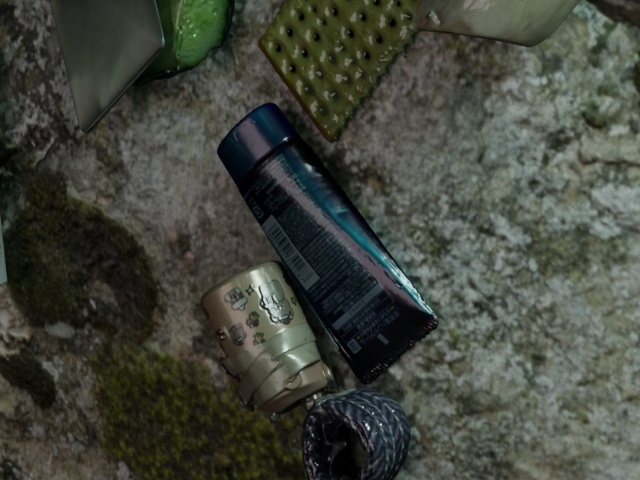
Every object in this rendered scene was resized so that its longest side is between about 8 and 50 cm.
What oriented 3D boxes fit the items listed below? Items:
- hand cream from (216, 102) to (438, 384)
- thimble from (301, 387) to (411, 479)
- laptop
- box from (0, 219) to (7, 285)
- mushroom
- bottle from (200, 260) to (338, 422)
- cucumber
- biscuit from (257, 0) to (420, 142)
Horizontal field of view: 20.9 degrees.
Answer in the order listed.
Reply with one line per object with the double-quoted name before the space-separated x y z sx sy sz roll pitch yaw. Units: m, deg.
"hand cream" 0.000 0.000 1.644 0.120 0.061 0.270 -44 74 37
"thimble" 0.035 0.195 1.634 0.095 0.066 0.104 4 102 41
"laptop" -0.225 -0.266 1.750 0.187 0.015 0.269 -39 59 49
"box" -0.479 -0.100 1.938 0.210 0.095 0.330 -6 92 3
"mushroom" 0.184 -0.245 1.425 0.108 0.096 0.247 50 119 24
"bottle" -0.049 0.105 1.674 0.099 0.099 0.152 -31 80 39
"cucumber" -0.151 -0.215 1.722 0.193 0.085 0.115 -14 86 47
"biscuit" 0.035 -0.215 1.606 0.231 0.016 0.139 -49 64 33
